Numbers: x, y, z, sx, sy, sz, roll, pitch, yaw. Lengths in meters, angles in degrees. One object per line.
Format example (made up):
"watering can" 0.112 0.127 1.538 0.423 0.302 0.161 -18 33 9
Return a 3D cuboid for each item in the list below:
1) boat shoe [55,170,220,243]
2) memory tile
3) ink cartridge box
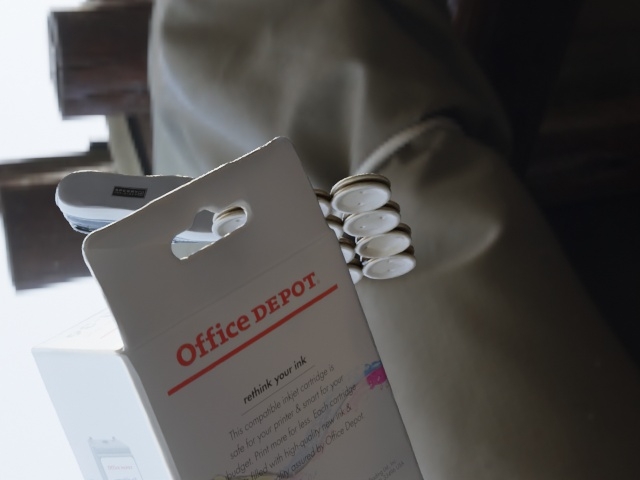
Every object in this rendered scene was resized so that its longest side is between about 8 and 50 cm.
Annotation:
"boat shoe" -0.120 -0.020 1.065 0.142 0.040 0.049 10 -127 14
"memory tile" 0.000 0.000 0.940 0.113 0.148 0.012 -13 -115 7
"ink cartridge box" -0.034 0.070 0.590 0.067 0.198 0.115 -5 -160 47
